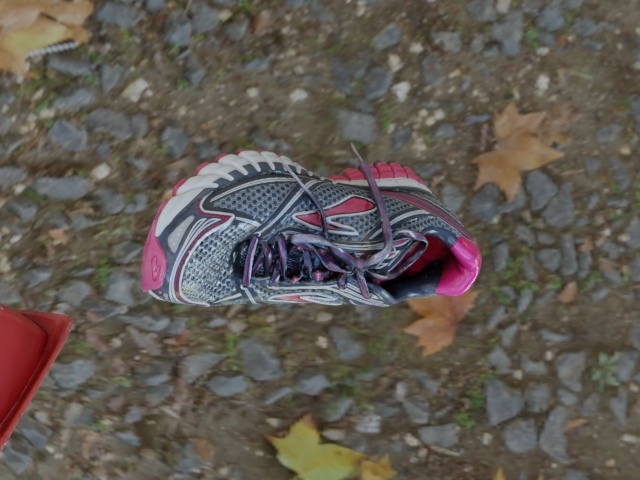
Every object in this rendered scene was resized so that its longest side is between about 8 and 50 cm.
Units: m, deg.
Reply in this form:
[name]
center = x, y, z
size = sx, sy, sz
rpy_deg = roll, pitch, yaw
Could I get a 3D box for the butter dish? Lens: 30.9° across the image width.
[butter dish]
center = -0.321, 0.101, 0.989
size = 0.118, 0.160, 0.160
rpy_deg = 51, 52, -38

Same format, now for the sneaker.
[sneaker]
center = 0.000, 0.000, 0.896
size = 0.299, 0.112, 0.121
rpy_deg = -8, 128, -37
